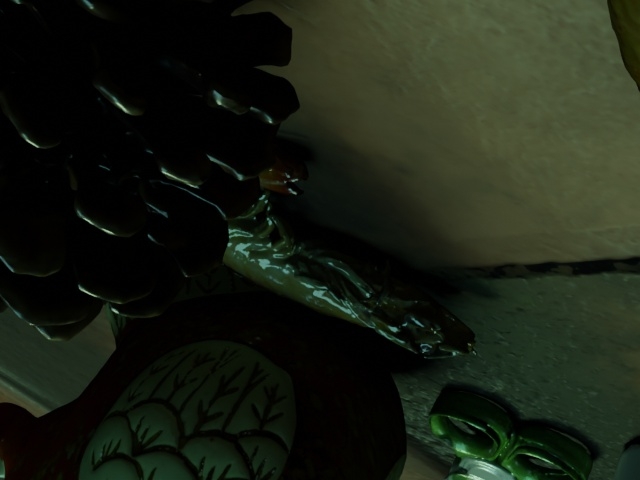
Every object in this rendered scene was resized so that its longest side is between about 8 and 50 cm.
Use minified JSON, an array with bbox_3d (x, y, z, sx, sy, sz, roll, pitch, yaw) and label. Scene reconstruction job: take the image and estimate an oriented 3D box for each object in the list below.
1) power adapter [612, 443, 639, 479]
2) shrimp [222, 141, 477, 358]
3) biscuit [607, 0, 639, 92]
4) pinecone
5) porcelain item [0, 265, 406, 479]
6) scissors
[{"bbox_3d":[0.195,0.266,0.799,0.124,0.255,0.187,11,154,26],"label":"power adapter"},{"bbox_3d":[0.001,-0.001,0.710,0.178,0.034,0.124,25,152,13],"label":"shrimp"},{"bbox_3d":[0.205,-0.050,0.323,0.296,0.075,0.296,19,162,7],"label":"biscuit"},{"bbox_3d":[-0.081,-0.059,0.512,0.163,0.163,0.165,32,139,-16],"label":"pinecone"},{"bbox_3d":[-0.084,0.130,0.816,0.253,0.253,0.253,22,158,10],"label":"porcelain item"},{"bbox_3d":[0.107,0.151,0.935,0.101,0.027,0.204,26,156,7],"label":"scissors"}]
